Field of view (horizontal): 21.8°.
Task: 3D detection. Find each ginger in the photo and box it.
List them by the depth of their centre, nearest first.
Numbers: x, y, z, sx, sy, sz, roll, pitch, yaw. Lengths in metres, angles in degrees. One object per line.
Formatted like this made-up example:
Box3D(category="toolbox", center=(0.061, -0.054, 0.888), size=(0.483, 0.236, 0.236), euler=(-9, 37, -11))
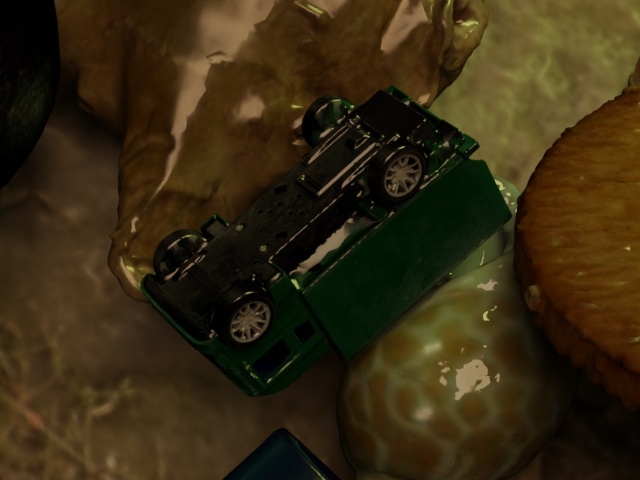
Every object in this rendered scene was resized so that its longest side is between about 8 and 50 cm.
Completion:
Box3D(category="ginger", center=(-0.034, -0.091, 0.786), size=(0.219, 0.123, 0.270), euler=(5, 76, 14))

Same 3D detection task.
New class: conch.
Box3D(category="conch", center=(0.061, 0.053, 0.756), size=(0.116, 0.106, 0.173), euler=(-9, 58, -3))

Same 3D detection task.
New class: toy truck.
Box3D(category="toy truck", center=(0.000, 0.000, 0.710), size=(0.147, 0.079, 0.065), euler=(-40, 44, -10))

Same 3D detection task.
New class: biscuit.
Box3D(category="biscuit", center=(0.230, 0.001, 0.690), size=(0.305, 0.038, 0.305), euler=(-4, 33, 3))

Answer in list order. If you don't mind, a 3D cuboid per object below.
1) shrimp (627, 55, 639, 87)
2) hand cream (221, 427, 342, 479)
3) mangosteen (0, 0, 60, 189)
Box3D(category="shrimp", center=(0.227, -0.075, 0.839), size=(0.144, 0.052, 0.251), euler=(12, 70, 3))
Box3D(category="hand cream", center=(-0.081, 0.203, 0.695), size=(0.120, 0.061, 0.270), euler=(44, 87, 10))
Box3D(category="mangosteen", center=(-0.221, -0.075, 0.718), size=(0.243, 0.243, 0.242), euler=(2, 70, -4))
